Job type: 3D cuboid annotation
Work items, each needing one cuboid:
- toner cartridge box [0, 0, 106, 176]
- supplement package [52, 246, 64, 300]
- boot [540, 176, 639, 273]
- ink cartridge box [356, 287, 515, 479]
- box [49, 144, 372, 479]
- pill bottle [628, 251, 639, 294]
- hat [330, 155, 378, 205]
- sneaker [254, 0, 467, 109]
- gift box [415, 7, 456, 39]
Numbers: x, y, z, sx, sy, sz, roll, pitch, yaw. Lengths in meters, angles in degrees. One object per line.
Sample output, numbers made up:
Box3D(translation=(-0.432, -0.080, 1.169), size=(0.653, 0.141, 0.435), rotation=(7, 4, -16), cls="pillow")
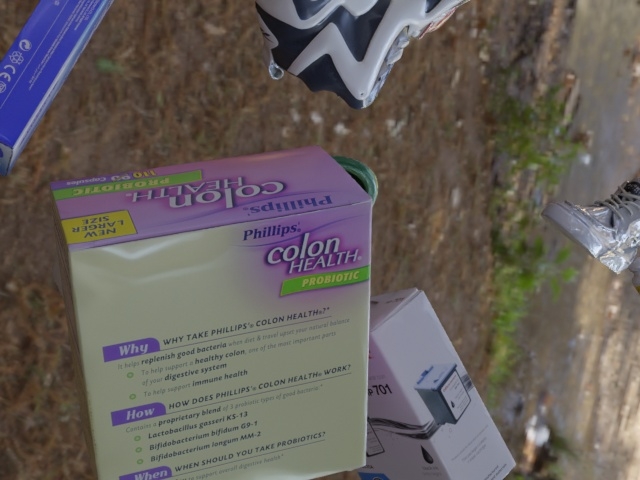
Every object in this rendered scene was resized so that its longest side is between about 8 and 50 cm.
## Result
Box3D(translation=(-0.377, -0.267, 1.331), size=(0.075, 0.165, 0.348), rotation=(30, 72, -13), cls="toner cartridge box")
Box3D(translation=(-0.274, 0.046, 1.487), size=(0.244, 0.139, 0.134), rotation=(-21, 164, -27), cls="supplement package")
Box3D(translation=(0.389, -0.039, 1.291), size=(0.123, 0.095, 0.258), rotation=(-53, 150, 10), cls="boot")
Box3D(translation=(0.073, 0.153, 0.899), size=(0.082, 0.139, 0.191), rotation=(-37, 101, -35), cls="ink cartridge box")
Box3D(translation=(-0.081, 0.070, 0.734), size=(0.213, 0.117, 0.243), rotation=(-10, 120, -18), cls="box")
Box3D(translation=(0.545, 0.073, 1.542), size=(0.116, 0.065, 0.065), rotation=(55, 42, 3), cls="pill bottle")
Box3D(translation=(-0.023, -0.111, 1.433), size=(0.172, 0.184, 0.208), rotation=(11, 135, -28), cls="hat")
Box3D(translation=(0.055, -0.181, 0.763), size=(0.234, 0.094, 0.153), rotation=(-19, 150, -22), cls="sneaker")
Box3D(translation=(0.187, -0.553, 1.754), size=(0.255, 0.258, 0.276), rotation=(-50, -170, 34), cls="gift box")
